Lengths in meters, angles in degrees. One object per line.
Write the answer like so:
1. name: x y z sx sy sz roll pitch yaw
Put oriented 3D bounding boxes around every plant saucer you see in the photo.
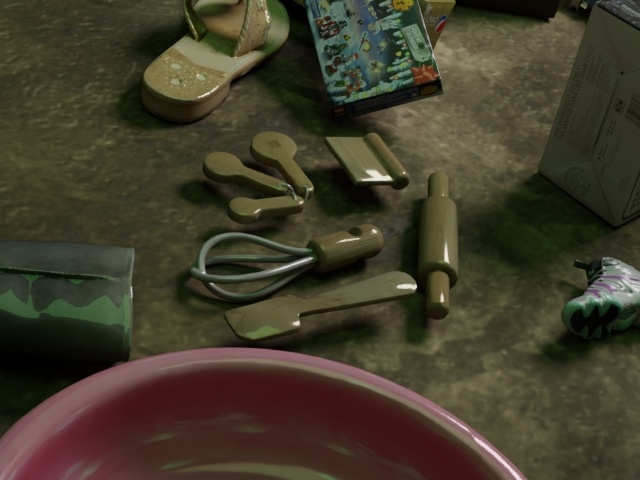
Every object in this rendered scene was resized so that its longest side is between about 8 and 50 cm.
1. plant saucer: -0.026 0.196 0.715 0.332 0.084 0.332 10 39 -8

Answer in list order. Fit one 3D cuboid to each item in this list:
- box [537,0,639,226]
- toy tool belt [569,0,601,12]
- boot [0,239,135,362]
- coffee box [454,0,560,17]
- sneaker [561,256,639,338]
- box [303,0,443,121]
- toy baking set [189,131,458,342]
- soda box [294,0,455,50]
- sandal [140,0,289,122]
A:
1. box: 0.324 -0.140 1.179 0.290 0.169 0.087 -24 50 -37
2. toy tool belt: 0.261 -0.252 1.386 0.083 0.052 0.051 27 31 15
3. boot: -0.218 0.052 0.846 0.208 0.076 0.190 15 40 -11
4. coffee box: 0.154 -0.361 1.427 0.168 0.119 0.297 9 39 -10
5. sneaker: 0.202 0.036 1.028 0.098 0.038 0.069 -1 39 -34
6. box: 0.040 -0.172 1.168 0.093 0.027 0.137 -15 64 1
7. toy baking set: 0.007 0.000 1.013 0.196 0.030 0.256 7 39 -6
8. soda box: 0.025 -0.227 1.257 0.181 0.061 0.058 34 23 22
9. sandal: -0.078 -0.189 1.170 0.088 0.079 0.240 20 38 7
